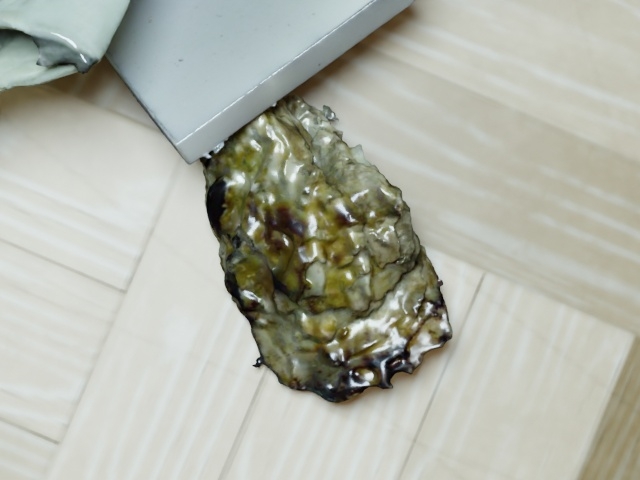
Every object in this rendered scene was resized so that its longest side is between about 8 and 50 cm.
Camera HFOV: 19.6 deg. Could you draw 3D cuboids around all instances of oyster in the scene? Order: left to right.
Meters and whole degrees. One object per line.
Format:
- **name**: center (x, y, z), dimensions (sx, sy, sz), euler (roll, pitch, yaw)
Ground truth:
- **oyster**: center (-0.005, -0.006, 0.929), dimensions (0.105, 0.056, 0.177), euler (-17, 86, 15)

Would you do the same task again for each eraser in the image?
- **eraser**: center (-0.032, -0.116, 0.925), dimensions (0.150, 0.023, 0.104), euler (-36, 56, -3)

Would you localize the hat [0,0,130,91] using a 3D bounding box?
- **hat**: center (-0.244, -0.151, 0.905), dimensions (0.301, 0.168, 0.258), euler (-37, 105, 20)
